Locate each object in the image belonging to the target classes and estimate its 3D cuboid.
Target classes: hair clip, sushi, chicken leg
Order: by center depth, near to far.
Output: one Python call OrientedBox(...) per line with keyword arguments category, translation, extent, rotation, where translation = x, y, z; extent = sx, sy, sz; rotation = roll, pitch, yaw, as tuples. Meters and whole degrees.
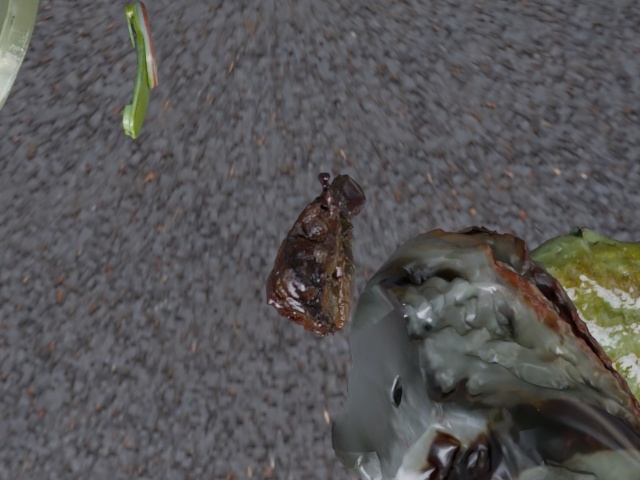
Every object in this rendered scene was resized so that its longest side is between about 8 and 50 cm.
OrientedBox(category="sushi", translation=(0.096, 0.127, 0.689), extent=(0.130, 0.332, 0.124), rotation=(-2, 135, -31))
OrientedBox(category="hair clip", translation=(-0.189, -0.185, 1.540), extent=(0.033, 0.188, 0.060), rotation=(-4, 144, 0))
OrientedBox(category="chicken leg", translation=(-0.001, 0.012, 1.632), extent=(0.083, 0.322, 0.177), rotation=(8, 93, 9))

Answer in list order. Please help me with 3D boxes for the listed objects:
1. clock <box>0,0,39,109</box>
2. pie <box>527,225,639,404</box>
OrientedBox(category="clock", translation=(-0.340, -0.189, 1.431), extent=(0.029, 0.235, 0.235), rotation=(20, 102, -32))
OrientedBox(category="pie", translation=(0.225, 0.161, 1.278), extent=(0.296, 0.078, 0.371), rotation=(33, 84, -11))
